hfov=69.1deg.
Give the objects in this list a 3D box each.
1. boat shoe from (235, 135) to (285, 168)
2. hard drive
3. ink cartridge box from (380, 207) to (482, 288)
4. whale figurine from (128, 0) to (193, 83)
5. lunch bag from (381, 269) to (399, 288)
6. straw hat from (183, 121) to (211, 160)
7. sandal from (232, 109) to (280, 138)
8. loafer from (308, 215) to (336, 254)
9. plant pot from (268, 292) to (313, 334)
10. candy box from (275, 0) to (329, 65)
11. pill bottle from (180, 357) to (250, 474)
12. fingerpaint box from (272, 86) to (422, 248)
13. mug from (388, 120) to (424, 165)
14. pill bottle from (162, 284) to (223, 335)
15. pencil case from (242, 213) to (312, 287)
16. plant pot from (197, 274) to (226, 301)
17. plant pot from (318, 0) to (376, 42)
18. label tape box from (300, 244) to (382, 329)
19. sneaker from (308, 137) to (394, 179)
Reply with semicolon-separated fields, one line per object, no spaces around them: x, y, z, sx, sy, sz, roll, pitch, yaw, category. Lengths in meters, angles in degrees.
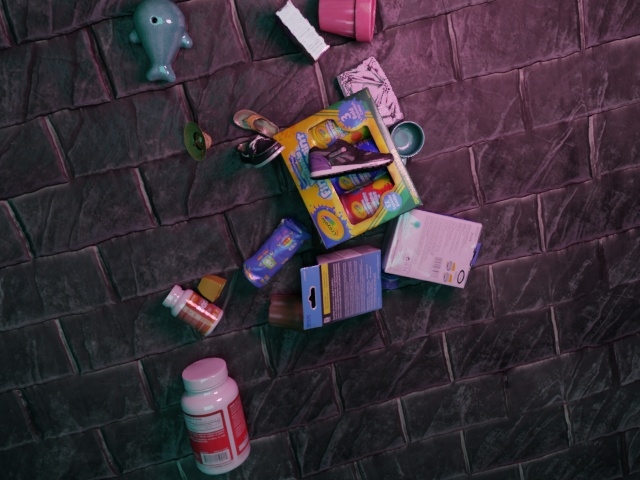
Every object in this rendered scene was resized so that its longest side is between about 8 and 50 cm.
-0.221;-0.314;1.615;0.114;0.302;0.091;-43;111;-23;boat shoe
0.184;-0.530;1.725;0.172;0.054;0.254;-30;104;2;hard drive
0.453;0.025;1.830;0.395;0.151;0.270;12;101;-6;ink cartridge box
-0.547;-0.681;1.578;0.216;0.141;0.272;5;103;-7;whale figurine
0.269;0.149;1.874;0.067;0.098;0.065;-5;109;-35;lunch bag
-0.435;-0.365;1.701;0.061;0.144;0.144;-23;109;-42;straw hat
-0.234;-0.429;1.713;0.180;0.049;0.072;23;100;-10;sandal
0.000;0.000;1.819;0.078;0.080;0.220;-26;104;1;loafer
-0.118;0.284;1.841;0.165;0.167;0.167;5;103;1;plant pot
-0.063;-0.710;1.603;0.070;0.165;0.196;-43;104;7;candy box
-0.427;0.696;1.867;0.229;0.229;0.407;-9;103;-3;pill bottle
0.100;-0.249;1.652;0.371;0.163;0.445;-24;92;12;fingerpaint box
0.306;-0.372;1.752;0.129;0.097;0.158;39;98;-13;mug
-0.500;0.268;1.815;0.216;0.121;0.121;36;98;-12;pill bottle
-0.173;0.040;1.792;0.133;0.119;0.306;41;97;-20;pencil case
-0.431;0.179;1.825;0.083;0.081;0.081;29;99;-1;plant pot
0.093;-0.790;1.597;0.180;0.201;0.201;5;103;10;plant pot
0.066;0.173;1.785;0.348;0.115;0.249;-11;108;-25;label tape box
0.094;-0.280;1.517;0.283;0.107;0.124;-7;89;10;sneaker
